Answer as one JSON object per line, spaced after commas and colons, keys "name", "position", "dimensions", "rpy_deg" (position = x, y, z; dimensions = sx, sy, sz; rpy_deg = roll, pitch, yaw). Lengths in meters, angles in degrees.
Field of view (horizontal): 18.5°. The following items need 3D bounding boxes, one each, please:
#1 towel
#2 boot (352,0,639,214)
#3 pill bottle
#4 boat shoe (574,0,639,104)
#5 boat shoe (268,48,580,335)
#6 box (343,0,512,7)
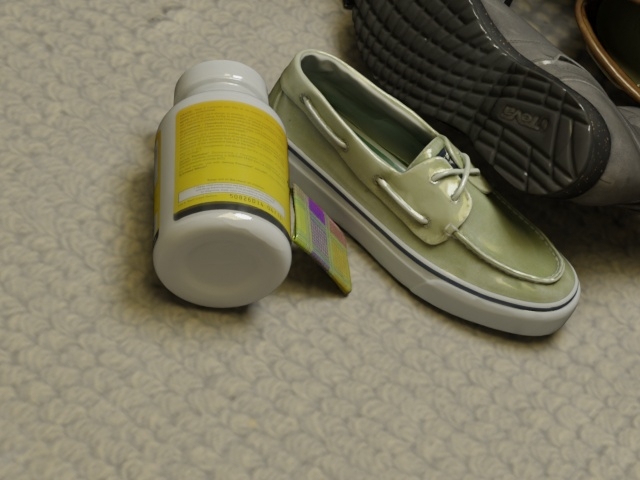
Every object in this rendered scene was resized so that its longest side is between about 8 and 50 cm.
{"name": "towel", "position": [0.000, 0.000, 1.501], "dimensions": [0.083, 0.009, 0.060], "rpy_deg": [45, 30, -44]}
{"name": "boot", "position": [0.181, -0.119, 1.643], "dimensions": [0.222, 0.118, 0.338], "rpy_deg": [14, 31, -44]}
{"name": "pill bottle", "position": [-0.075, -0.048, 1.483], "dimensions": [0.103, 0.103, 0.184], "rpy_deg": [10, 47, -14]}
{"name": "boat shoe", "position": [0.343, -0.120, 1.696], "dimensions": [0.324, 0.122, 0.120], "rpy_deg": [41, 28, 28]}
{"name": "boat shoe", "position": [0.077, -0.037, 1.541], "dimensions": [0.302, 0.094, 0.109], "rpy_deg": [33, 46, 9]}
{"name": "box", "position": [0.120, -0.331, 1.718], "dimensions": [0.163, 0.247, 0.142], "rpy_deg": [4, 50, -19]}
